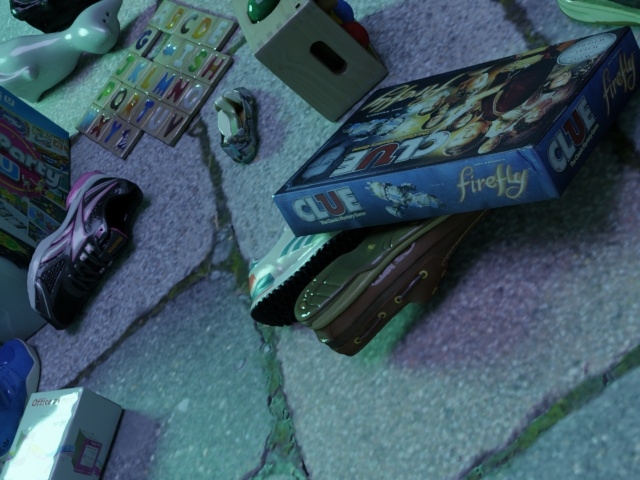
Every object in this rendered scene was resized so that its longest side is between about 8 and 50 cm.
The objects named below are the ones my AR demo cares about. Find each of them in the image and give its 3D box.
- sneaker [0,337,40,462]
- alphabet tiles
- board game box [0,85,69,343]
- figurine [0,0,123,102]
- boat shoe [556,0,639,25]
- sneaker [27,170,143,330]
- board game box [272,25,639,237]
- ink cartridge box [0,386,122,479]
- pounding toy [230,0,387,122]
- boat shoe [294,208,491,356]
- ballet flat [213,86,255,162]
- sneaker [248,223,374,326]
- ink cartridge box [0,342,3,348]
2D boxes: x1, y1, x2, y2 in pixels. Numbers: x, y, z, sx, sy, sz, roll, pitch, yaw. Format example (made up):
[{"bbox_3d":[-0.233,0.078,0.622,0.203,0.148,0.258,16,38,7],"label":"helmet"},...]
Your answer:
[{"bbox_3d":[-0.335,0.146,1.166,0.058,0.084,0.152,-34,40,24],"label":"sneaker"},{"bbox_3d":[-0.189,-0.185,1.344,0.198,0.009,0.237,-55,36,-3],"label":"alphabet tiles"},{"bbox_3d":[-0.395,-0.059,1.285,0.097,0.224,0.303,-37,39,22],"label":"board game box"},{"bbox_3d":[-0.330,-0.302,1.537,0.209,0.092,0.214,-21,47,30],"label":"figurine"},{"bbox_3d":[0.243,-0.195,0.820,0.223,0.073,0.080,18,75,53],"label":"boat shoe"},{"bbox_3d":[-0.239,0.006,1.194,0.077,0.072,0.178,3,68,37],"label":"sneaker"},{"bbox_3d":[0.099,-0.077,0.855,0.243,0.042,0.165,-8,30,44],"label":"board game box"},{"bbox_3d":[-0.240,0.199,1.046,0.088,0.052,0.122,-13,51,42],"label":"ink cartridge box"},{"bbox_3d":[-0.009,-0.199,1.043,0.100,0.141,0.130,-41,38,15],"label":"pounding toy"},{"bbox_3d":[0.064,0.016,0.858,0.178,0.060,0.064,-40,20,3],"label":"boat shoe"},{"bbox_3d":[-0.088,-0.125,1.157,0.041,0.041,0.114,-36,39,22],"label":"ballet flat"},{"bbox_3d":[0.000,0.000,0.940,0.161,0.057,0.075,-38,44,24],"label":"sneaker"},{"bbox_3d":[-0.488,0.114,1.288,0.233,0.171,0.168,-35,39,22],"label":"ink cartridge box"}]
